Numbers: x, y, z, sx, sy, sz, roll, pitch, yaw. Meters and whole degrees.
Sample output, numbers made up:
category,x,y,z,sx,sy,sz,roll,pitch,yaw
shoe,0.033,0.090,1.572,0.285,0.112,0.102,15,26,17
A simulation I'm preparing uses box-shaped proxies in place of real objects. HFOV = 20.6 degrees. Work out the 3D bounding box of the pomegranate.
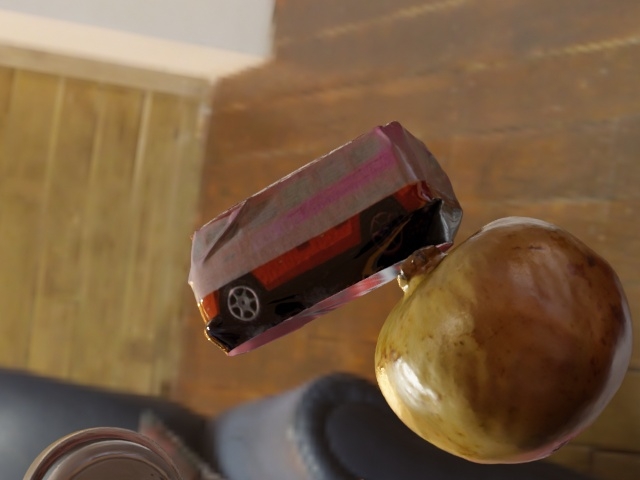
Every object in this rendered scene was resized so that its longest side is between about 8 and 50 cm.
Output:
category,x,y,z,sx,sy,sz,roll,pitch,yaw
pomegranate,0.168,0.092,1.648,0.248,0.248,0.248,-24,63,59

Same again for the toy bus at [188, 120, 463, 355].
category,x,y,z,sx,sy,sz,roll,pitch,yaw
toy bus,0.000,0.000,1.869,0.303,0.127,0.147,-27,75,18

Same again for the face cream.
category,x,y,z,sx,sy,sz,roll,pitch,yaw
face cream,-0.152,0.186,1.217,0.104,0.117,0.117,178,98,-69

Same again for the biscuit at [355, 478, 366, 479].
category,x,y,z,sx,sy,sz,roll,pitch,yaw
biscuit,-0.039,0.216,1.135,0.035,0.184,0.249,55,176,-4
